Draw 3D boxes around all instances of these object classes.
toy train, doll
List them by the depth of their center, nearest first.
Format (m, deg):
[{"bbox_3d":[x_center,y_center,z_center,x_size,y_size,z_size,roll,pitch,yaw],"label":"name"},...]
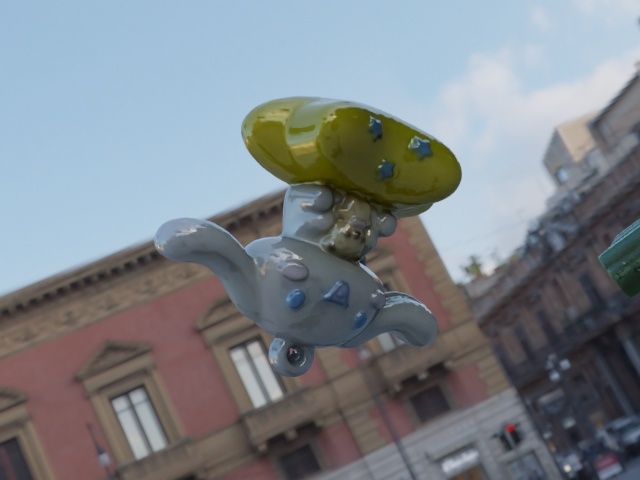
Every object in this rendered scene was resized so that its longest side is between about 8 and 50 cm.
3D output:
[{"bbox_3d":[-0.006,-0.002,0.480,0.135,0.113,0.071,-7,10,-33],"label":"doll"},{"bbox_3d":[0.208,-0.003,0.689,0.093,0.038,0.056,-42,-8,33],"label":"toy train"}]
